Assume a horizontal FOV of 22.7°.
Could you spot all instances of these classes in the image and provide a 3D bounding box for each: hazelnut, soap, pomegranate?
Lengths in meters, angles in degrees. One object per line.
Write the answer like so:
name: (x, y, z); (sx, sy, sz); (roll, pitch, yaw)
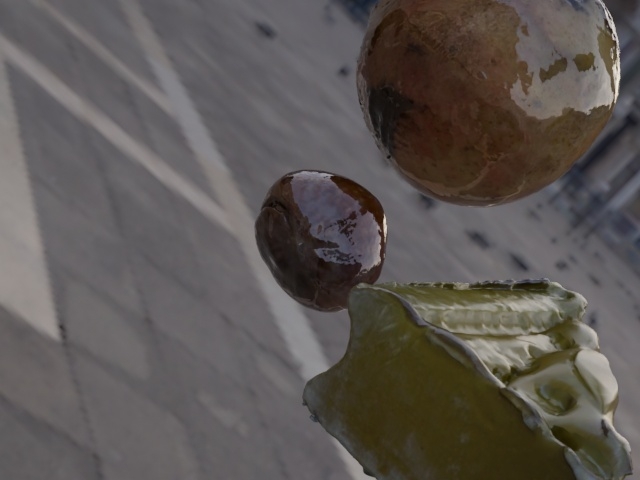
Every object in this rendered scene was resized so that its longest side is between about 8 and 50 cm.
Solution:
hazelnut: (0.000, 0.000, 1.665); (0.143, 0.143, 0.154); (-1, 77, -78)
soap: (0.206, 0.159, 1.409); (0.338, 0.169, 0.304); (1, 31, -50)
pomegranate: (0.190, -0.192, 1.803); (0.322, 0.322, 0.322); (43, 8, -8)

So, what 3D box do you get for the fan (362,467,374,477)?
fan: (0.060, 0.173, 1.505); (0.038, 0.016, 0.193); (5, 22, 2)
